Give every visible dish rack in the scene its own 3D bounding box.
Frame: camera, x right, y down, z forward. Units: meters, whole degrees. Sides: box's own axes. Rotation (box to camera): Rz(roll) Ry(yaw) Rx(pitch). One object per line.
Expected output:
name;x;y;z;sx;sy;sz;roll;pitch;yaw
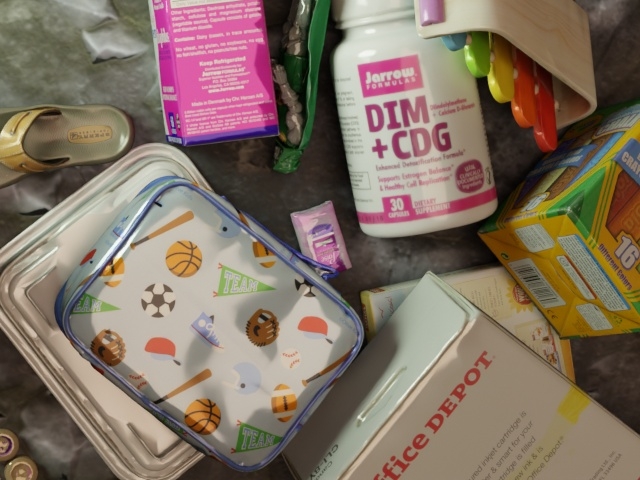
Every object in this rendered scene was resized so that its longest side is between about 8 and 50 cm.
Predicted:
dish rack;-0.182;0.089;1.863;0.285;0.072;0.333;-38;103;-8

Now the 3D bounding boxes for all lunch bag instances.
lunch bag;-0.111;0.086;1.789;0.303;0.115;0.243;40;82;-14

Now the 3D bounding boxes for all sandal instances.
sandal;-0.306;-0.102;1.813;0.219;0.060;0.090;-7;97;-15

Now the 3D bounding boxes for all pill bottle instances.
pill bottle;0.098;-0.156;1.869;0.160;0.160;0.283;-13;98;-14

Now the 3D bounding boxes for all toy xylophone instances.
toy xylophone;0.216;-0.255;1.851;0.322;0.081;0.236;36;48;-45

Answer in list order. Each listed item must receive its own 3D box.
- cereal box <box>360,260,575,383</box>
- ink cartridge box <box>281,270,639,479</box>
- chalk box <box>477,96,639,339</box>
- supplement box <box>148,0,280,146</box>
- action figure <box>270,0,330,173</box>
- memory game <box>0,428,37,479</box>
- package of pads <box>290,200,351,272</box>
cereal box;0.175;0.120;1.975;0.240;0.047;0.173;-11;99;-14
ink cartridge box;0.192;0.260;1.896;0.384;0.160;0.279;38;92;-24
chalk box;0.359;-0.048;1.923;0.289;0.179;0.180;-46;106;-25
supplement box;-0.120;-0.219;1.827;0.113;0.111;0.220;-8;97;-14
action figure;-0.029;-0.187;1.861;0.063;0.137;0.232;2;104;-9
memory game;-0.402;0.282;1.849;0.186;0.012;0.186;-1;95;-16
package of pads;0.000;0.000;1.923;0.050;0.032;0.083;-19;100;-10
